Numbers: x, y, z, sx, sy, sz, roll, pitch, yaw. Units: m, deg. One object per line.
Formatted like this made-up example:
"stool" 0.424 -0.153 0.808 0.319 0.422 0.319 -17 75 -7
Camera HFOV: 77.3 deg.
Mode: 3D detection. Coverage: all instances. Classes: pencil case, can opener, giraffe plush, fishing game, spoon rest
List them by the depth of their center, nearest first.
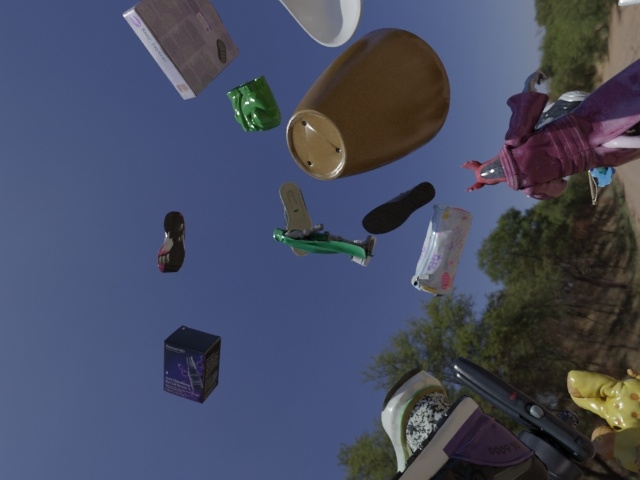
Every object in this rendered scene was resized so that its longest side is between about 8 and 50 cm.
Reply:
"can opener" 0.247 0.211 0.509 0.073 0.186 0.059 -30 -47 -21
"spoon rest" -0.033 -0.482 0.767 0.084 0.276 0.137 -36 -20 -38
"giraffe plush" 0.595 0.361 0.772 0.182 0.210 0.170 26 -119 -10
"fishing game" 0.626 -0.215 0.897 0.264 0.041 0.188 54 -139 -57
"pencil case" 0.357 0.025 1.194 0.124 0.113 0.272 9 -75 -20

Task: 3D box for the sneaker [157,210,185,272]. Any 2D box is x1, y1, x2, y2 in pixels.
"sneaker" -0.406 0.005 1.123 0.072 0.077 0.178 13 -83 -12

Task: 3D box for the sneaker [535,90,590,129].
"sneaker" 0.537 -0.233 0.965 0.153 0.101 0.268 -60 -4 -9

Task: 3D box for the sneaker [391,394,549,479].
"sneaker" 0.111 0.279 0.365 0.283 0.124 0.107 -36 -40 -28

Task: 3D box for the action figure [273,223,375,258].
"action figure" 0.000 0.000 0.898 0.137 0.233 0.063 36 -117 -71

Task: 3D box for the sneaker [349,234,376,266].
"sneaker" 0.179 0.026 1.702 0.258 0.092 0.094 -55 -13 -70

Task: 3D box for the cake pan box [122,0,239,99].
"cake pan box" -0.376 -0.578 1.120 0.266 0.070 0.245 56 -133 -41

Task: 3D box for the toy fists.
"toy fists" -0.200 -0.394 1.195 0.096 0.279 0.142 -37 -64 -15

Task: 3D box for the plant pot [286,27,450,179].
"plant pot" 0.065 -0.216 0.698 0.254 0.237 0.236 -43 -60 -39

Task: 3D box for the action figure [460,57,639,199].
"action figure" 0.427 -0.149 0.669 0.248 0.371 0.275 56 -153 -22

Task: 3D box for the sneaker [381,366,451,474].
"sneaker" 0.237 0.445 0.738 0.158 0.182 0.409 -29 -67 -19

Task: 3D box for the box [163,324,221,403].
"box" -0.428 0.411 1.334 0.108 0.154 0.206 -48 -33 -66

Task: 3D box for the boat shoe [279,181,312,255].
"boat shoe" -0.070 -0.066 1.258 0.079 0.084 0.232 48 -150 -85

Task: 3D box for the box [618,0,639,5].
"box" 0.666 -0.531 0.703 0.119 0.181 0.181 -19 -64 -21

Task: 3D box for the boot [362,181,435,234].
"boot" 0.236 -0.095 1.247 0.083 0.247 0.161 59 179 -2
